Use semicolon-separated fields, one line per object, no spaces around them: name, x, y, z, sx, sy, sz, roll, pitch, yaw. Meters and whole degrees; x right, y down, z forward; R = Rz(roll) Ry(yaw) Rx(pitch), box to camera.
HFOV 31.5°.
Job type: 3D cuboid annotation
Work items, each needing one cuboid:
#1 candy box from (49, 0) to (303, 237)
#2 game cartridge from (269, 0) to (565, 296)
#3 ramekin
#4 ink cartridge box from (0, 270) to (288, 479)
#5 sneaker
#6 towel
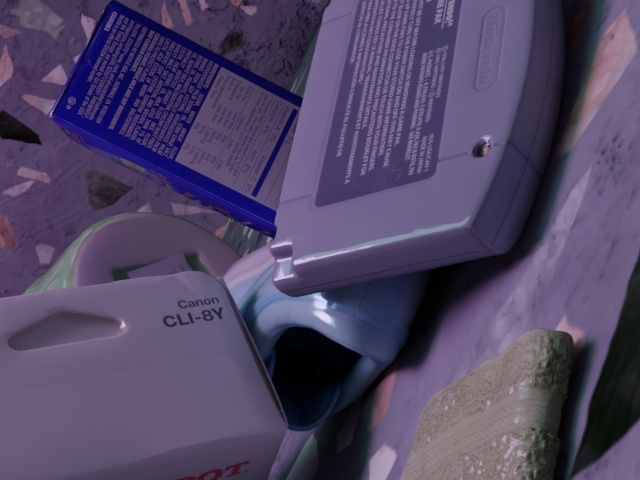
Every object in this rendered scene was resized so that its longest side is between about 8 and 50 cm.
candy box;-0.075;-0.083;1.057;0.122;0.317;0.268;-63;10;-2
game cartridge;0.074;-0.104;0.801;0.196;0.060;0.294;-16;49;38
ramekin;-0.191;0.112;1.298;0.148;0.303;0.303;-48;18;38
ink cartridge box;-0.216;0.223;0.910;0.160;0.279;0.384;60;146;35
sneaker;-0.032;0.092;0.940;0.366;0.135;0.150;-52;13;57
towel;0.078;0.112;0.586;0.148;0.027;0.110;-45;24;55
